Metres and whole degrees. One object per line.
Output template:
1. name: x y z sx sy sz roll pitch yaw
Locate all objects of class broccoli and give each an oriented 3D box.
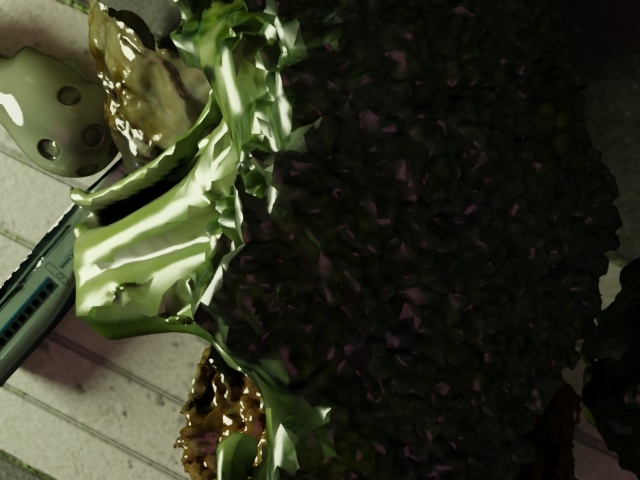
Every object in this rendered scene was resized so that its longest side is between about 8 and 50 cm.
1. broccoli: 0.023 -0.002 0.719 0.302 0.249 0.375 147 123 -62

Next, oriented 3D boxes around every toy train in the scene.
1. toy train: -0.192 0.023 1.036 0.048 0.055 0.252 45 121 -1

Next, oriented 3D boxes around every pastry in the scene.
1. pastry: 0.047 0.117 0.868 0.275 0.275 0.193 27 118 9

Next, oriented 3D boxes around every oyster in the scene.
1. oyster: -0.091 -0.050 0.921 0.107 0.161 0.233 -33 118 -1

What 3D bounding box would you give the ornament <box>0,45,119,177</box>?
1. ornament: -0.208 -0.102 0.981 0.156 0.081 0.075 27 161 12

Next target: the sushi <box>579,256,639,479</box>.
1. sushi: 0.312 0.027 0.703 0.352 0.294 0.178 -31 101 31
